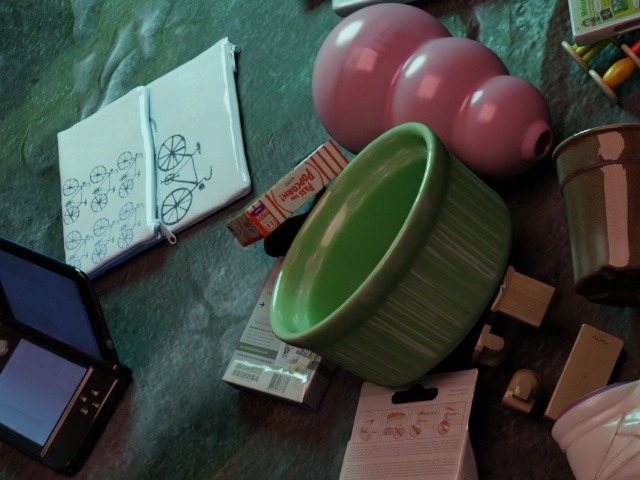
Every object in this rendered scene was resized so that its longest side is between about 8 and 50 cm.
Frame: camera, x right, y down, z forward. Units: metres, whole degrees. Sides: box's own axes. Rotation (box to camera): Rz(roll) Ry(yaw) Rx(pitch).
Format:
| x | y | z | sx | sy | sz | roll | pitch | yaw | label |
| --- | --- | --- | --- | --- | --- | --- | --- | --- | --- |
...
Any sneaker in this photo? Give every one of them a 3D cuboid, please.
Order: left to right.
| x | y | z | sx | sy | sz | roll | pitch | yaw | label |
| --- | --- | --- | --- | --- | --- | --- | --- | --- | --- |
| 0.001 | 0.002 | 2.034 | 0.170 | 0.051 | 0.089 | -26 | 45 | 18 | sneaker |
| 0.398 | 0.189 | 1.592 | 0.305 | 0.114 | 0.152 | -30 | 64 | 22 | sneaker |

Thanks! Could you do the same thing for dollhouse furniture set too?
| x | y | z | sx | sy | sz | roll | pitch | yaw | label |
| --- | --- | --- | --- | --- | --- | --- | --- | --- | --- |
| 0.254 | 0.137 | 1.771 | 0.151 | 0.123 | 0.144 | 23 | 76 | 8 | dollhouse furniture set |

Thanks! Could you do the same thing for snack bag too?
| x | y | z | sx | sy | sz | roll | pitch | yaw | label |
| --- | --- | --- | --- | --- | --- | --- | --- | --- | --- |
| -0.255 | -0.121 | 2.319 | 0.343 | 0.037 | 0.323 | -26 | 49 | 21 | snack bag |

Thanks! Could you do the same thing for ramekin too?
| x | y | z | sx | sy | sz | roll | pitch | yaw | label |
| --- | --- | --- | --- | --- | --- | --- | --- | --- | --- |
| 0.088 | 0.025 | 1.819 | 0.303 | 0.148 | 0.303 | -47 | 21 | 24 | ramekin |

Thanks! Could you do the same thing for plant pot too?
| x | y | z | sx | sy | sz | roll | pitch | yaw | label |
| --- | --- | --- | --- | --- | --- | --- | --- | --- | --- |
| 0.346 | -0.021 | 1.722 | 0.167 | 0.167 | 0.165 | -13 | 64 | 31 | plant pot |

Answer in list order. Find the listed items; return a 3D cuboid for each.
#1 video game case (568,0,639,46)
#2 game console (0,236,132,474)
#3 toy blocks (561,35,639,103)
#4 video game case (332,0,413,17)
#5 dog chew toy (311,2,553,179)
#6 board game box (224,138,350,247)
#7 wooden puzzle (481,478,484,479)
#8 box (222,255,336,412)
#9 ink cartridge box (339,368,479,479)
| x | y | z | sx | sy | sz | roll | pitch | yaw | label |
| --- | --- | --- | --- | --- | --- | --- | --- | --- | --- |
| 0.403 | -0.340 | 1.923 | 0.193 | 0.023 | 0.212 | -16 | 42 | 18 | video game case |
| -0.425 | 0.153 | 2.175 | 0.293 | 0.173 | 0.250 | 18 | 74 | 43 | game console |
| 0.388 | -0.255 | 1.904 | 0.148 | 0.054 | 0.123 | -40 | 46 | 9 | toy blocks |
| 0.167 | -0.488 | 2.184 | 0.329 | 0.036 | 0.300 | -9 | 69 | 29 | video game case |
| 0.148 | -0.174 | 1.942 | 0.332 | 0.206 | 0.206 | 27 | 80 | 37 | dog chew toy |
| -0.047 | -0.059 | 2.014 | 0.147 | 0.045 | 0.193 | -41 | 4 | -10 | board game box |
| 0.149 | 0.312 | 1.748 | 0.116 | 0.014 | 0.078 | -51 | 45 | -2 | wooden puzzle |
| -0.031 | 0.118 | 1.992 | 0.145 | 0.038 | 0.186 | 10 | 70 | 40 | box |
| 0.105 | 0.267 | 1.774 | 0.181 | 0.056 | 0.224 | -11 | 52 | 41 | ink cartridge box |
